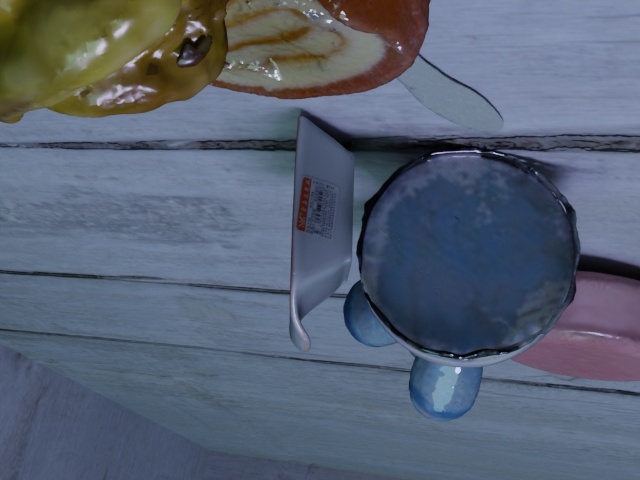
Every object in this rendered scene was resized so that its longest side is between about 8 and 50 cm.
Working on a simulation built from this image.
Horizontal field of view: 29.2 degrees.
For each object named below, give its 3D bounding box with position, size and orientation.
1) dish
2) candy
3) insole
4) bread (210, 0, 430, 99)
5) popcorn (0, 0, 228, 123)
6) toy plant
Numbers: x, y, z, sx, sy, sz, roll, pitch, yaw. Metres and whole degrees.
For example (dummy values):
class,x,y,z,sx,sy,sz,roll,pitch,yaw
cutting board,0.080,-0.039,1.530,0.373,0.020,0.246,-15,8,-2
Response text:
class,x,y,z,sx,sy,sz,roll,pitch,yaw
dish,0.000,0.000,1.304,0.064,0.234,0.154,3,162,-2
candy,0.342,0.110,1.545,0.255,0.094,0.255,10,164,3
insole,0.103,-0.147,1.156,0.197,0.004,0.065,29,155,-37
bread,-0.029,-0.196,0.938,0.190,0.123,0.244,27,158,-36
popcorn,-0.174,-0.221,0.803,0.315,0.281,0.297,55,163,2
toy plant,0.149,0.066,1.372,0.247,0.247,0.332,12,160,6
